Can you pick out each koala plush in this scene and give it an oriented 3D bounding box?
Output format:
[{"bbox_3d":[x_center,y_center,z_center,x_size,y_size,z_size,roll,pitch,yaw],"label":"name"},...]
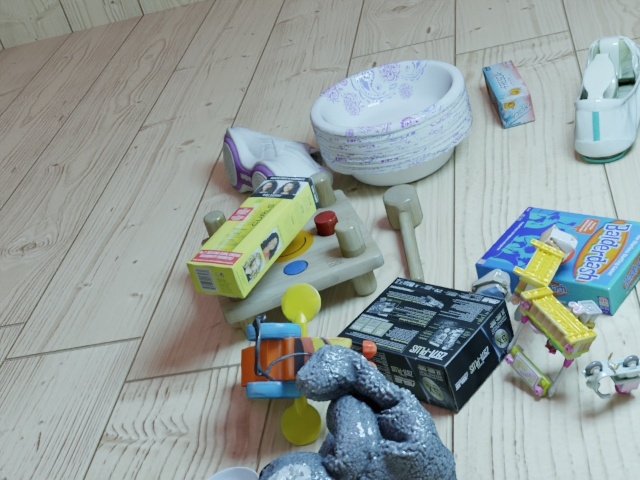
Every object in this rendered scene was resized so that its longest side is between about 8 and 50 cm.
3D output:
[{"bbox_3d":[0.011,0.264,1.117,0.221,0.196,0.203,-32,42,-31],"label":"koala plush"}]

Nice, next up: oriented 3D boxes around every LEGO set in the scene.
[{"bbox_3d":[0.289,0.098,1.318,0.132,0.107,0.287,6,35,-16],"label":"LEGO set"}]

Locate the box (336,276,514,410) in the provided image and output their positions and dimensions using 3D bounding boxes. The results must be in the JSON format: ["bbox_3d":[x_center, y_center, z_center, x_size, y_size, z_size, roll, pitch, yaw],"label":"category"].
[{"bbox_3d":[0.140,0.132,1.372,0.180,0.077,0.147,10,39,41],"label":"box"}]

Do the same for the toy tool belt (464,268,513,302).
[{"bbox_3d":[0.230,0.080,1.439,0.083,0.052,0.051,-37,44,34],"label":"toy tool belt"}]

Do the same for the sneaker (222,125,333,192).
[{"bbox_3d":[-0.086,-0.141,1.962,0.152,0.114,0.305,-15,30,-24],"label":"sneaker"}]

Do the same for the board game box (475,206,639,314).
[{"bbox_3d":[0.351,0.023,1.472,0.210,0.047,0.160,11,41,40],"label":"board game box"}]

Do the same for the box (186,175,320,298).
[{"bbox_3d":[-0.093,-0.010,1.507,0.087,0.058,0.232,6,38,32],"label":"box"}]

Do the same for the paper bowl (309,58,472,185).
[{"bbox_3d":[0.134,-0.203,1.877,0.284,0.148,0.284,-13,29,7],"label":"paper bowl"}]

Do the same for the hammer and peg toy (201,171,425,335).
[{"bbox_3d":[0.000,0.000,1.623,0.361,0.127,0.266,-20,29,-4],"label":"hammer and peg toy"}]

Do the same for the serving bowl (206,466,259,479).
[{"bbox_3d":[-0.108,0.313,1.252,0.083,0.027,0.083,-14,29,8],"label":"serving bowl"}]

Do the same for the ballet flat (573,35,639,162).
[{"bbox_3d":[0.514,-0.284,1.823,0.139,0.139,0.400,-3,32,25],"label":"ballet flat"}]

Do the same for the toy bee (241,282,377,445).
[{"bbox_3d":[-0.015,0.164,1.310,0.162,0.195,0.298,2,10,-8],"label":"toy bee"}]

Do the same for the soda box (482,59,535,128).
[{"bbox_3d":[0.357,-0.280,1.975,0.063,0.058,0.183,-15,29,6],"label":"soda box"}]
